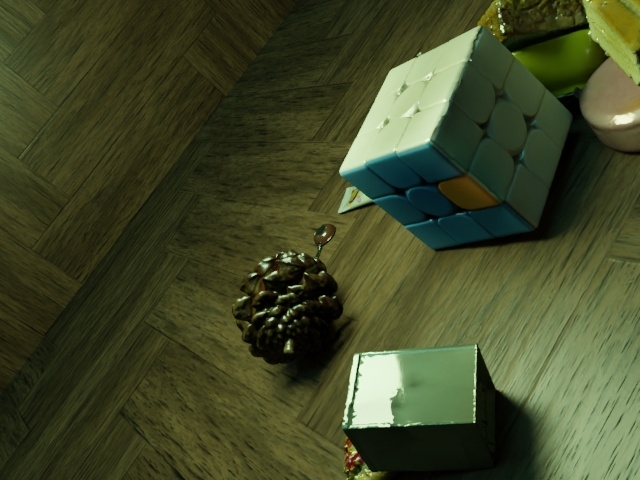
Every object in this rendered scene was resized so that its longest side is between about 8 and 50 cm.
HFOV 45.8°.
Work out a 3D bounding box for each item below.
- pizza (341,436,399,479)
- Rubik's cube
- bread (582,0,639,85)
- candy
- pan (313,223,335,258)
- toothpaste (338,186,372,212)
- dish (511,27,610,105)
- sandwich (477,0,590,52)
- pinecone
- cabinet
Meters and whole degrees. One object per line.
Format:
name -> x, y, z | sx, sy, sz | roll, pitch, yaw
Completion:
pizza -> 0.084, 0.352, 1.360 | 0.188, 0.062, 0.199 | -46, 28, 0
Rubik's cube -> 0.268, -0.187, 1.491 | 0.292, 0.290, 0.291 | -15, 43, 56
bread -> 0.602, -0.385, 1.289 | 0.239, 0.111, 0.246 | -25, 38, 10
candy -> 0.594, -0.273, 1.380 | 0.255, 0.094, 0.255 | -34, 32, 25
pan -> 0.000, 0.000, 1.940 | 0.068, 0.023, 0.115 | -16, 42, 43
toothpaste -> 0.153, -0.126, 1.864 | 0.058, 0.055, 0.314 | -21, 5, -38
dish -> 0.493, -0.336, 1.551 | 0.263, 0.221, 0.108 | -14, 84, 34
sandwich -> 0.464, -0.439, 1.525 | 0.289, 0.099, 0.254 | -12, -5, 4
pinecone -> -0.070, 0.134, 1.668 | 0.244, 0.244, 0.309 | -39, 20, 16
cabinet -> 0.165, 0.271, 1.213 | 0.206, 0.150, 0.145 | -8, 44, 22
